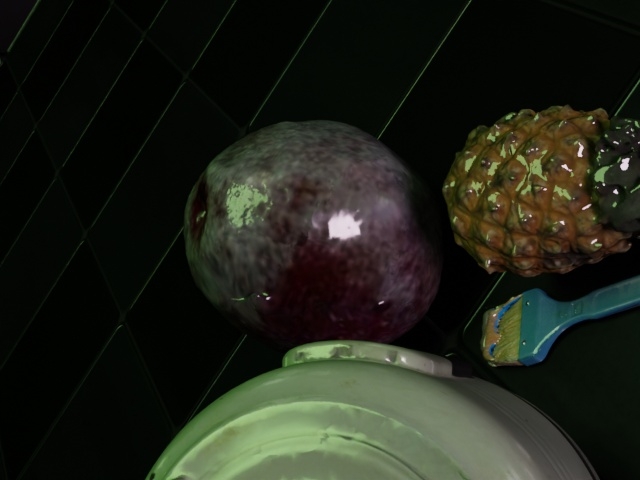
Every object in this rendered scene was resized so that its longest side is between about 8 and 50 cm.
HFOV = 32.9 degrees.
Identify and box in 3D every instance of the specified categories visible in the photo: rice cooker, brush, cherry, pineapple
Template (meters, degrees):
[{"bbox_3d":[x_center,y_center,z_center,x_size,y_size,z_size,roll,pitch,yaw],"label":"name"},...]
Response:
[{"bbox_3d":[0.037,0.163,0.525,0.226,0.244,0.226,-5,77,21],"label":"rice cooker"},{"bbox_3d":[0.164,0.041,0.670,0.164,0.014,0.051,-26,46,43],"label":"brush"},{"bbox_3d":[-0.009,-0.003,0.798,0.195,0.195,0.195,-36,38,35],"label":"cherry"},{"bbox_3d":[0.188,-0.036,0.616,0.237,0.111,0.119,-11,81,46],"label":"pineapple"}]
